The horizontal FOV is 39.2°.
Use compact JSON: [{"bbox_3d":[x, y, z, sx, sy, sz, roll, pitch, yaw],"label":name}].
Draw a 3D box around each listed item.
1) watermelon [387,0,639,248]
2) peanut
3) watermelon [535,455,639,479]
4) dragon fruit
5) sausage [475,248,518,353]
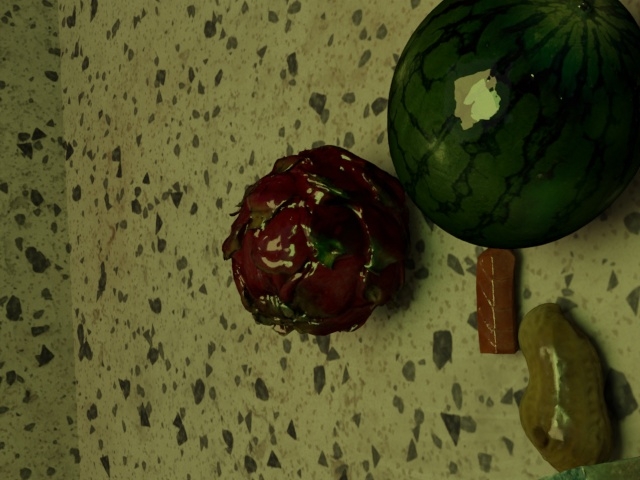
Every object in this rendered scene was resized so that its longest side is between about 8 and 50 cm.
[{"bbox_3d":[0.249,-0.162,1.135,0.363,0.363,0.363,-1,89,53],"label":"watermelon"},{"bbox_3d":[0.322,0.201,1.215,0.120,0.110,0.236,138,125,-60],"label":"peanut"},{"bbox_3d":[0.422,0.329,1.017,0.258,0.387,0.228,-53,5,-18],"label":"watermelon"},{"bbox_3d":[0.002,0.000,1.486,0.329,0.329,0.329,-1,89,53],"label":"dragon fruit"},{"bbox_3d":[0.261,0.082,1.332,0.065,0.065,0.169,-4,87,52],"label":"sausage"}]
